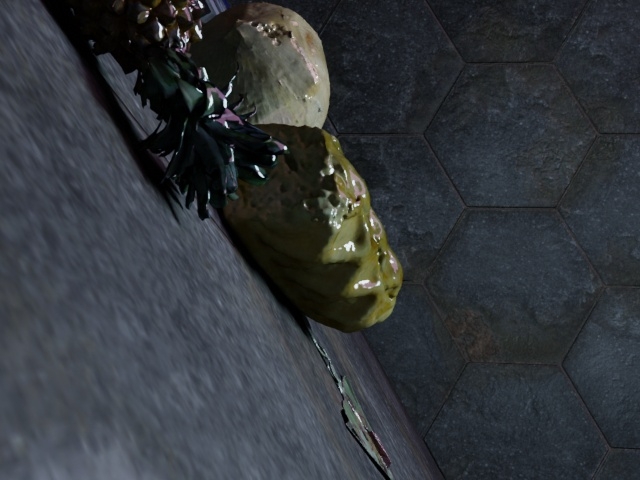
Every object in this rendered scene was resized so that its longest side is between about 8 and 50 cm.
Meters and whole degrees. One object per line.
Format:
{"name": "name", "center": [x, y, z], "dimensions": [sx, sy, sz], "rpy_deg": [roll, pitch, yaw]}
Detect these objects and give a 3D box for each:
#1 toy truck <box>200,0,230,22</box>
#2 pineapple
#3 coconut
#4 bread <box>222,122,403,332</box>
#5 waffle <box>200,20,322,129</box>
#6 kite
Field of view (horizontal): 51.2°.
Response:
{"name": "toy truck", "center": [-0.239, -0.455, 1.306], "dimensions": [0.268, 0.124, 0.155], "rpy_deg": [63, 7, 15]}
{"name": "pineapple", "center": [-0.099, -0.123, 0.413], "dimensions": [0.221, 0.083, 0.103], "rpy_deg": [63, 2, -6]}
{"name": "coconut", "center": [-0.076, -0.189, 0.793], "dimensions": [0.194, 0.194, 0.194], "rpy_deg": [61, 1, -2]}
{"name": "bread", "center": [0.000, 0.000, 0.686], "dimensions": [0.152, 0.130, 0.267], "rpy_deg": [51, -4, 36]}
{"name": "waffle", "center": [-0.100, -0.222, 0.960], "dimensions": [0.214, 0.054, 0.207], "rpy_deg": [5, -54, 37]}
{"name": "kite", "center": [0.029, 0.171, 0.746], "dimensions": [0.250, 0.012, 0.229], "rpy_deg": [60, 0, 3]}
